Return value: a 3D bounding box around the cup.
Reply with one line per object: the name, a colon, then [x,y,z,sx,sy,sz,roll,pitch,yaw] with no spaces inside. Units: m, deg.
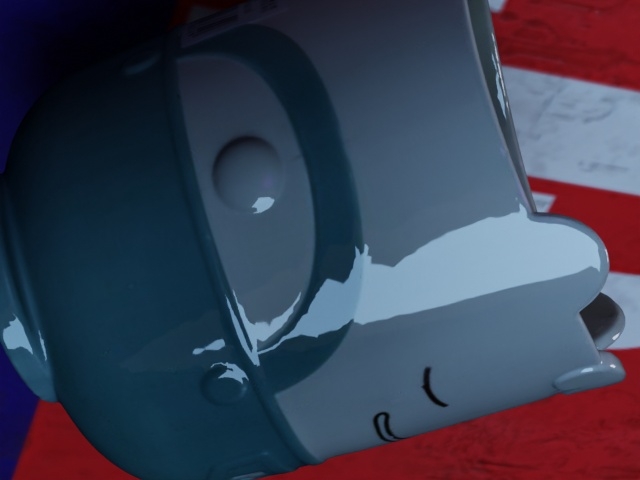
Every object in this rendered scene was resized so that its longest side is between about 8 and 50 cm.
cup: [0.000,0.000,0.900,0.257,0.219,0.289,-17,167,8]
